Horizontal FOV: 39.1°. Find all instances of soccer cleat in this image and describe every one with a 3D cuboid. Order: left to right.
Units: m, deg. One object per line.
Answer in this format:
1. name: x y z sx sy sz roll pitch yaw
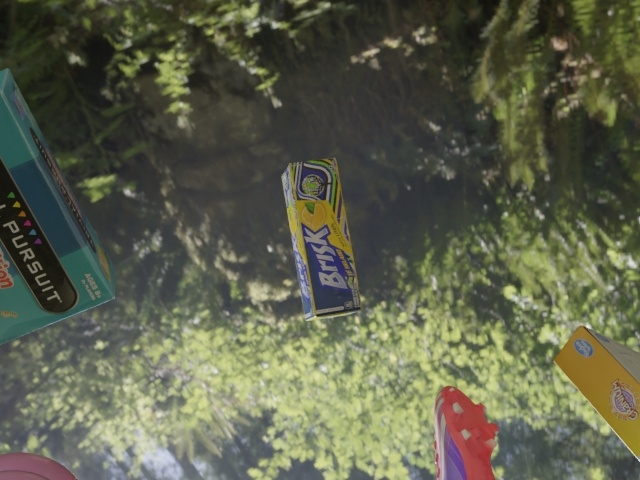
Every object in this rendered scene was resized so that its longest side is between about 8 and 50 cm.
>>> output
1. soccer cleat: 0.158 0.264 1.016 0.095 0.083 0.248 -48 -154 22

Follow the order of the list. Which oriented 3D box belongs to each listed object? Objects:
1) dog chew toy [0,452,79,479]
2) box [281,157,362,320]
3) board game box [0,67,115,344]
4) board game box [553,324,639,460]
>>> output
1. dog chew toy: -0.383 0.373 1.113 0.207 0.206 0.332 -37 -178 -17
2. box: 0.000 0.000 0.981 0.054 0.059 0.168 -9 -98 -13
3. board game box: -0.420 0.008 0.926 0.336 0.253 0.079 -22 -149 -2
4. board game box: 0.461 0.250 1.105 0.064 0.242 0.316 -57 -150 16
